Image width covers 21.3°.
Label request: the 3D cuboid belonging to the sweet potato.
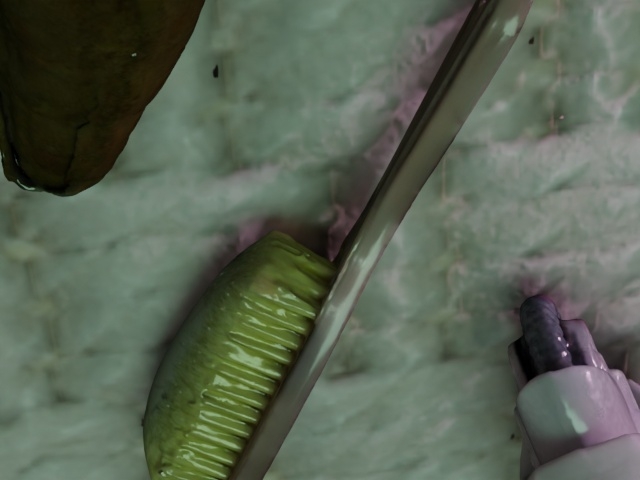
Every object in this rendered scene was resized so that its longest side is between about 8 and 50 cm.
[{"bbox_3d":[-0.088,-0.126,0.564,0.112,0.085,0.286,20,144,18],"label":"sweet potato"}]

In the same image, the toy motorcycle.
[{"bbox_3d":[0.145,0.150,0.762,0.110,0.171,0.260,-21,127,11],"label":"toy motorcycle"}]

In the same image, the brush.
[{"bbox_3d":[-0.001,0.000,0.686,0.067,0.072,0.313,23,122,-9],"label":"brush"}]
